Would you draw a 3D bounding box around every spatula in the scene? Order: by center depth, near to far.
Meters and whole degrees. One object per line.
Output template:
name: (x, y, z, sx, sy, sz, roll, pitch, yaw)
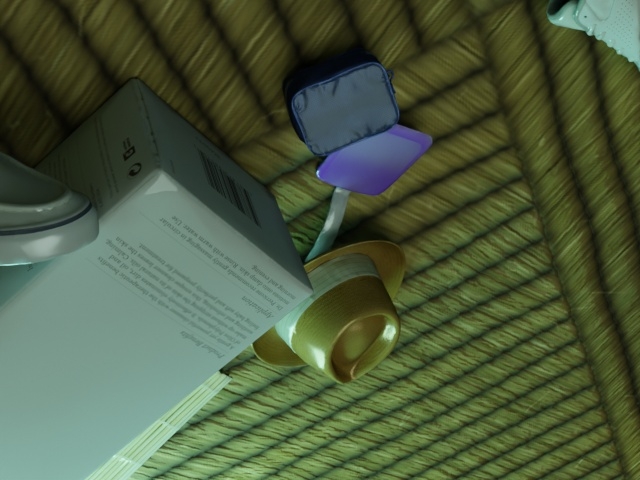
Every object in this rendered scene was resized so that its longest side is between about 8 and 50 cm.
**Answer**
spatula: (0.000, 0.000, 0.953, 0.084, 0.030, 0.296, 15, 121, -30)

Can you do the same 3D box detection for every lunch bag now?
lunch bag: (0.019, -0.123, 0.837, 0.099, 0.065, 0.067, -21, 117, -3)

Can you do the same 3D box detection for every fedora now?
fedora: (0.023, 0.085, 0.975, 0.194, 0.079, 0.194, -23, 147, -16)

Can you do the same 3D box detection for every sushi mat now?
sushi mat: (-0.249, 0.218, 1.042, 0.316, 0.019, 0.151, -44, 131, 16)

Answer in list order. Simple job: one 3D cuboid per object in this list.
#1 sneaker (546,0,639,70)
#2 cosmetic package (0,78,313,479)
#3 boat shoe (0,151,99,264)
sneaker: (0.260, -0.208, 0.860, 0.115, 0.090, 0.232, -27, 124, 10)
cosmetic package: (-0.214, 0.067, 0.838, 0.366, 0.155, 0.197, -38, 130, 12)
boat shoe: (-0.283, -0.054, 0.694, 0.268, 0.096, 0.088, 15, 120, 19)
